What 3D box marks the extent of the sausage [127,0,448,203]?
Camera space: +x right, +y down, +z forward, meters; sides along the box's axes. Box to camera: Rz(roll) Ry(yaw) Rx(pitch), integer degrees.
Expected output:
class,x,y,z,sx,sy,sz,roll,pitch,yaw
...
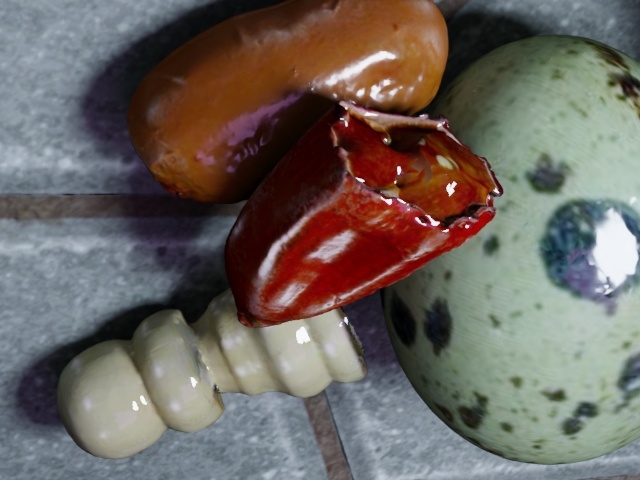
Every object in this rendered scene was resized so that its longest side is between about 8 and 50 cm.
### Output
class,x,y,z,sx,sy,sz,roll,pitch,yaw
sausage,-0.022,-0.119,1.323,0.258,0.133,0.133,-24,135,-5

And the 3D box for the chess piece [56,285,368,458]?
class,x,y,z,sx,sy,sz,roll,pitch,yaw
chess piece,-0.100,0.099,1.476,0.261,0.143,0.143,-22,135,0

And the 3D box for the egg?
class,x,y,z,sx,sy,sz,roll,pitch,yaw
egg,0.190,0.012,1.429,0.287,0.287,0.379,-17,136,-14

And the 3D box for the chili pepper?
class,x,y,z,sx,sy,sz,roll,pitch,yaw
chili pepper,0.000,0.000,1.304,0.252,0.136,0.144,-40,179,38
